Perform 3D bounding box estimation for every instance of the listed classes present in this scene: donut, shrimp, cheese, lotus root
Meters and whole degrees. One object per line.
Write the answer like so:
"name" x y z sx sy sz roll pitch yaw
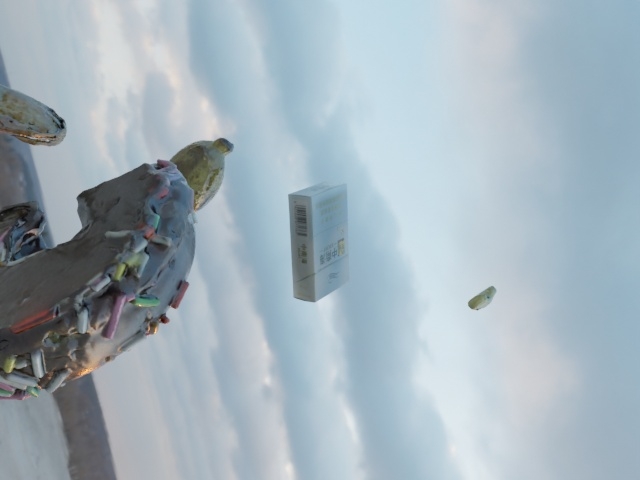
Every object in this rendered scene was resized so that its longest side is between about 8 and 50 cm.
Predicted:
"donut" -0.292 0.051 0.696 0.259 0.344 0.136 -109 176 -49
"shrimp" -0.449 -0.184 0.768 0.117 0.262 0.066 39 -67 61
"cheese" 0.323 0.114 1.225 0.030 0.083 0.044 42 -63 25
"lotus root" -0.288 -0.160 1.442 0.214 0.138 0.138 -50 -132 13

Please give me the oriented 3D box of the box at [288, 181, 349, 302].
"box" 0.000 0.000 1.396 0.067 0.155 0.243 9 -69 33
